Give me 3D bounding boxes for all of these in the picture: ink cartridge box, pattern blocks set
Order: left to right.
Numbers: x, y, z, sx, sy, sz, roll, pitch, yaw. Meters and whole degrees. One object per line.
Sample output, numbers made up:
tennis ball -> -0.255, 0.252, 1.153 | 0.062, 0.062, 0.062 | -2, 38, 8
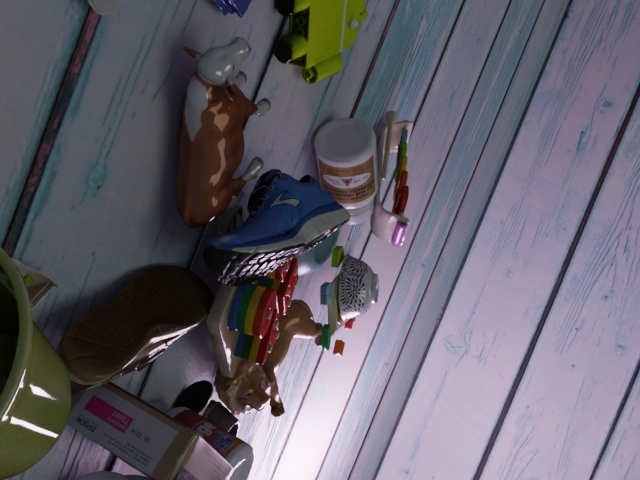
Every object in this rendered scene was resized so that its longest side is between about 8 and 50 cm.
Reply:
ink cartridge box -> -0.277, 0.318, 1.091 | 0.088, 0.235, 0.193 | -57, 154, -22
pattern blocks set -> 0.051, 0.155, 1.743 | 0.325, 0.026, 0.285 | -54, 144, -65

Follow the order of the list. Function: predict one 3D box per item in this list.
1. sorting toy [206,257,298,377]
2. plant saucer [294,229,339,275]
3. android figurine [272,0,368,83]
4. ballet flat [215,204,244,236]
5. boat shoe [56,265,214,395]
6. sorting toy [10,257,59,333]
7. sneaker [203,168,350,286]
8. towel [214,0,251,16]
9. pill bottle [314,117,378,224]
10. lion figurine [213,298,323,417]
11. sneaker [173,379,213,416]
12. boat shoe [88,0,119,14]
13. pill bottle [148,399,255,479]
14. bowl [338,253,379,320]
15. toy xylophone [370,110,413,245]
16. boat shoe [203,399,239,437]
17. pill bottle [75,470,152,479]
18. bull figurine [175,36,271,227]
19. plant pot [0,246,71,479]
sorting toy -> -0.113, 0.107, 1.294 | 0.257, 0.090, 0.255 | 92, 15, -59
plant saucer -> 0.000, 0.000, 1.622 | 0.195, 0.038, 0.194 | -46, 148, -40
android figurine -> 0.012, -0.419, 1.259 | 0.273, 0.056, 0.248 | -36, 142, -46
ballet flat -> -0.164, -0.001, 1.264 | 0.057, 0.052, 0.168 | -45, 148, -40
boat shoe -> -0.296, 0.144, 1.080 | 0.123, 0.123, 0.342 | -44, 179, 29
sorting toy -> -0.391, 0.061, 0.872 | 0.083, 0.045, 0.075 | -53, 145, -27
sneaker -> -0.090, -0.032, 1.166 | 0.130, 0.147, 0.330 | -39, 174, 36
towel -> -0.080, -0.495, 0.936 | 0.335, 0.040, 0.243 | -62, 168, 0
pill bottle -> 0.061, -0.143, 1.505 | 0.131, 0.131, 0.229 | -53, 153, -28
lion figurine -> -0.107, 0.243, 1.536 | 0.392, 0.142, 0.240 | -64, 152, -43
sneaker -> -0.269, 0.355, 1.379 | 0.161, 0.057, 0.075 | -61, 174, -19
boat shoe -> -0.266, -0.323, 0.790 | 0.046, 0.038, 0.125 | -34, 143, -20
pill bottle -> -0.238, 0.380, 1.249 | 0.121, 0.216, 0.121 | -46, 148, -40
bowl -> 0.102, 0.120, 1.720 | 0.170, 0.080, 0.170 | 2, 90, -76
toy xylophone -> 0.174, -0.157, 1.636 | 0.236, 0.081, 0.322 | 97, -1, -67
boat shoe -> -0.233, 0.487, 1.497 | 0.112, 0.096, 0.335 | -40, 145, -48
pill bottle -> -0.324, 0.541, 1.225 | 0.210, 0.210, 0.363 | -56, 153, -23
bull figurine -> -0.156, -0.172, 1.069 | 0.188, 0.101, 0.310 | -35, 146, -60
plant pot -> -0.393, 0.150, 0.721 | 0.276, 0.276, 0.254 | -57, 166, -21
